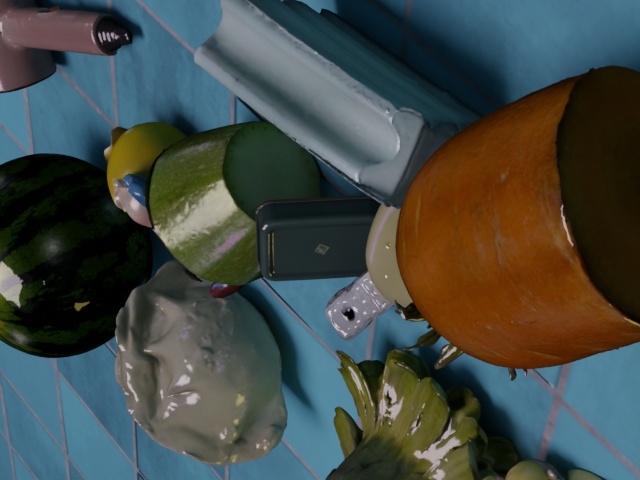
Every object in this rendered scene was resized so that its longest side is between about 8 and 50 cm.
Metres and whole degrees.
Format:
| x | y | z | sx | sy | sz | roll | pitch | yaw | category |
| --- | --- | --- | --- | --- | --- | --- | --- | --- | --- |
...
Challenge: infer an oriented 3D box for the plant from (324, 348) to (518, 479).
| x | y | z | sx | sy | sz | roll | pitch | yaw | category |
| --- | --- | --- | --- | --- | --- | --- | --- | --- | --- |
| 0.082 | 0.268 | 1.544 | 0.261 | 0.297 | 0.306 | 12 | 113 | 19 | plant |

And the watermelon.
| x | y | z | sx | sy | sz | roll | pitch | yaw | category |
| --- | --- | --- | --- | --- | --- | --- | --- | --- | --- |
| -0.341 | 0.018 | 1.980 | 0.269 | 0.269 | 0.269 | 41 | 147 | 35 | watermelon |

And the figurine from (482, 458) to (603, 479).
| x | y | z | sx | sy | sz | roll | pitch | yaw | category |
| --- | --- | --- | --- | --- | --- | --- | --- | --- | --- |
| 0.231 | 0.252 | 1.394 | 0.187 | 0.083 | 0.083 | 27 | 138 | 35 | figurine |

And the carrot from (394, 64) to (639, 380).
| x | y | z | sx | sy | sz | roll | pitch | yaw | category |
| --- | --- | --- | --- | --- | --- | --- | --- | --- | --- |
| 0.166 | -0.006 | 1.131 | 0.331 | 0.214 | 0.193 | -27 | 73 | 60 | carrot |

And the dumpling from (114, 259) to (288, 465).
| x | y | z | sx | sy | sz | roll | pitch | yaw | category |
| --- | --- | --- | --- | --- | --- | --- | --- | --- | --- |
| -0.143 | 0.151 | 1.815 | 0.258 | 0.193 | 0.147 | 57 | 157 | 4 | dumpling |

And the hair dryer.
| x | y | z | sx | sy | sz | roll | pitch | yaw | category |
| --- | --- | --- | --- | --- | --- | --- | --- | --- | --- |
| -0.331 | -0.275 | 1.884 | 0.344 | 0.107 | 0.189 | 12 | 123 | 46 | hair dryer |

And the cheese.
| x | y | z | sx | sy | sz | roll | pitch | yaw | category |
| --- | --- | --- | --- | --- | --- | --- | --- | --- | --- |
| 0.069 | 0.031 | 1.455 | 0.127 | 0.050 | 0.235 | 53 | 140 | 3 | cheese |

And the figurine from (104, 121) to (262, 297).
| x | y | z | sx | sy | sz | roll | pitch | yaw | category |
| --- | --- | --- | --- | --- | --- | --- | --- | --- | --- |
| -0.159 | -0.040 | 1.762 | 0.234 | 0.127 | 0.185 | 12 | 134 | 44 | figurine |

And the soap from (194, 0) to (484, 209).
| x | y | z | sx | sy | sz | roll | pitch | yaw | category |
| --- | --- | --- | --- | --- | --- | --- | --- | --- | --- |
| 0.025 | -0.114 | 1.307 | 0.261 | 0.150 | 0.094 | 41 | 113 | 38 | soap |

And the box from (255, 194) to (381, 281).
| x | y | z | sx | sy | sz | roll | pitch | yaw | category |
| --- | --- | --- | --- | --- | --- | --- | --- | --- | --- |
| 0.000 | 0.000 | 1.502 | 0.031 | 0.126 | 0.091 | -97 | 7 | -47 | box |

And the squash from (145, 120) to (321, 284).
| x | y | z | sx | sy | sz | roll | pitch | yaw | category |
| --- | --- | --- | --- | --- | --- | --- | --- | --- | --- |
| -0.082 | -0.045 | 1.574 | 0.123 | 0.170 | 0.170 | -26 | 92 | 51 | squash |
